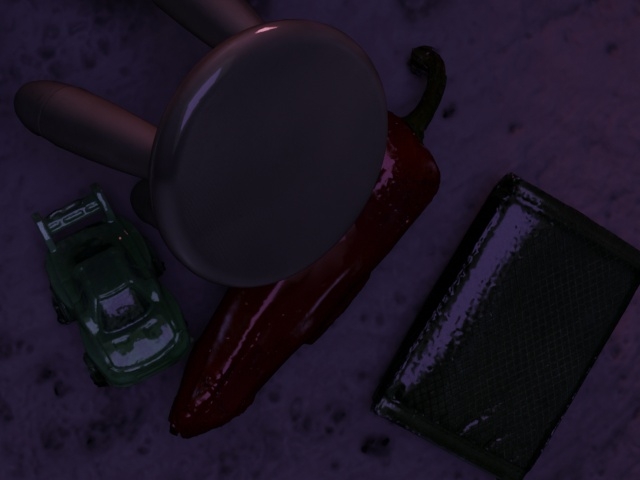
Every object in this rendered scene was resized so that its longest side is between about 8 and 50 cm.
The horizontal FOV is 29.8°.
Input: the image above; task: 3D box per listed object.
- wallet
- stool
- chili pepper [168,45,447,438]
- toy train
[{"bbox_3d":[0.163,0.078,1.034,0.160,0.055,0.236,30,92,-12],"label":"wallet"},{"bbox_3d":[-0.082,-0.093,0.887,0.195,0.198,0.195,-51,138,-4],"label":"stool"},{"bbox_3d":[0.000,0.000,0.976,0.110,0.110,0.387,38,82,-8],"label":"chili pepper"},{"bbox_3d":[-0.166,0.039,0.953,0.099,0.081,0.149,-27,59,-10],"label":"toy train"}]
